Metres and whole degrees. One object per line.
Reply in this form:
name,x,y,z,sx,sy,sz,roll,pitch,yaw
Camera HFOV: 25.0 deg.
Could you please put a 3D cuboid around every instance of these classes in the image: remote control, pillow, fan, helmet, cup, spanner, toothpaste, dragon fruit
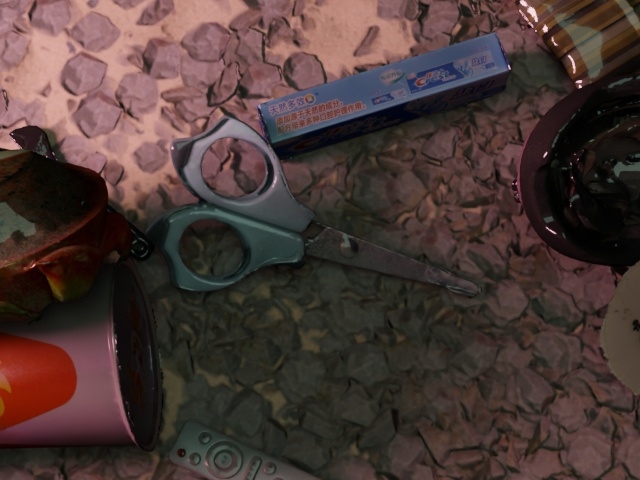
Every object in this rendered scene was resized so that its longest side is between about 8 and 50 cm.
remote control,-0.065,0.242,1.481,0.184,0.027,0.050,24,75,10
pillow,0.319,-0.283,1.601,0.208,0.052,0.212,-32,79,-12
fan,0.434,0.043,1.477,0.329,0.009,0.191,-38,108,5
helmet,0.318,-0.077,1.501,0.253,0.154,0.198,-18,102,-20
cup,-0.317,0.129,1.435,0.288,0.203,0.203,-7,76,5
spanner,-0.258,-0.053,1.561,0.208,0.012,0.046,41,78,9
toothpaste,0.069,-0.153,1.560,0.272,0.066,0.053,-17,77,-4
dragon fruit,-0.326,-0.003,1.377,0.295,0.130,0.268,-2,33,30

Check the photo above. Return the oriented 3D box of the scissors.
scissors,0.000,0.000,1.519,0.360,0.029,0.191,18,100,-2
